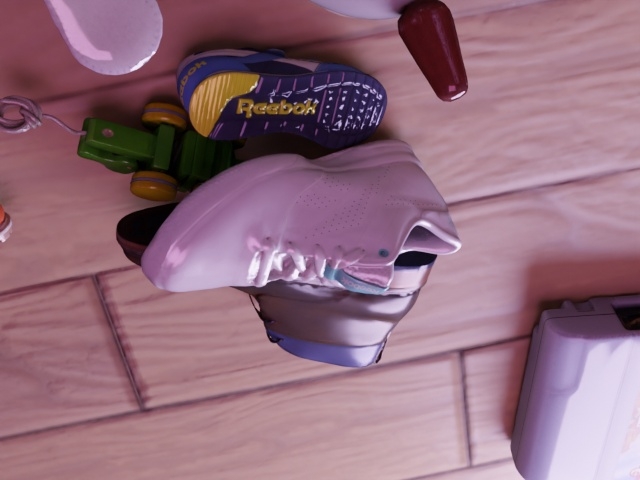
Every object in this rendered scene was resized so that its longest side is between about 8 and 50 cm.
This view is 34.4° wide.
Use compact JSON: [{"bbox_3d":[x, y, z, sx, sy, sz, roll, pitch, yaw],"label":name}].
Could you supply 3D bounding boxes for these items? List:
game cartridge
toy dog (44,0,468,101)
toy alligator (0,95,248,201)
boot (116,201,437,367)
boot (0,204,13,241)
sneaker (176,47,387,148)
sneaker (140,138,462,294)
[{"bbox_3d":[0.313,0.128,0.854,0.297,0.062,0.198,-4,123,-7],"label":"game cartridge"},{"bbox_3d":[-0.046,-0.140,0.471,0.334,0.160,0.220,-7,164,-4],"label":"toy dog"},{"bbox_3d":[-0.110,-0.054,0.649,0.190,0.056,0.051,12,164,-18],"label":"toy alligator"},{"bbox_3d":[-0.035,0.038,0.709,0.219,0.082,0.106,6,123,-16],"label":"boot"},{"bbox_3d":[-0.271,-0.031,0.635,0.158,0.059,0.084,4,121,-11],"label":"boot"},{"bbox_3d":[-0.023,-0.092,0.635,0.144,0.059,0.053,3,116,-35],"label":"sneaker"},{"bbox_3d":[0.000,0.000,0.621,0.212,0.094,0.080,-19,152,-34],"label":"sneaker"}]
